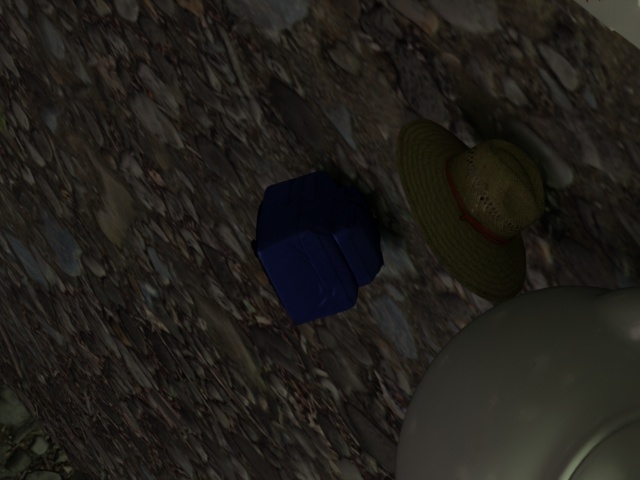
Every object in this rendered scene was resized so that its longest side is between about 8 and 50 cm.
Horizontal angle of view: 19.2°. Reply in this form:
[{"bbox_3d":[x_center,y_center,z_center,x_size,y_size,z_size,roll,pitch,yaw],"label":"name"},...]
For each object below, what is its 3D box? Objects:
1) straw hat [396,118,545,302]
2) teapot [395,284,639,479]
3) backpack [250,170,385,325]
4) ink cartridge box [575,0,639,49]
[{"bbox_3d":[0.120,-0.034,1.308,0.061,0.144,0.144,-32,96,32],"label":"straw hat"},{"bbox_3d":[0.181,0.164,1.215,0.256,0.252,0.187,59,169,-28],"label":"teapot"},{"bbox_3d":[0.000,0.000,1.620,0.120,0.101,0.098,-93,-15,-60],"label":"backpack"},{"bbox_3d":[0.141,-0.187,0.994,0.181,0.061,0.104,45,160,28],"label":"ink cartridge box"}]
